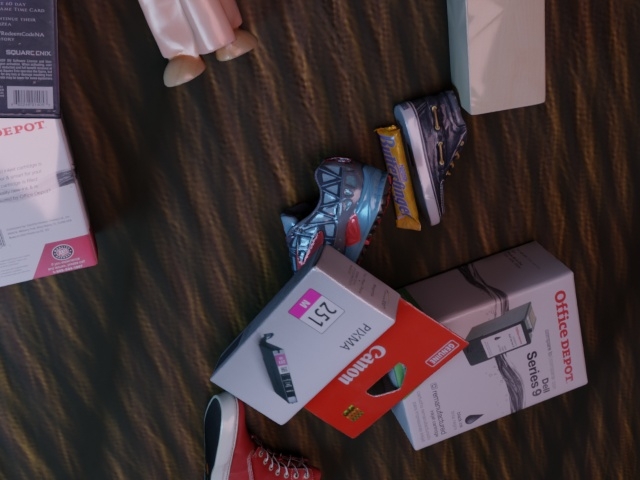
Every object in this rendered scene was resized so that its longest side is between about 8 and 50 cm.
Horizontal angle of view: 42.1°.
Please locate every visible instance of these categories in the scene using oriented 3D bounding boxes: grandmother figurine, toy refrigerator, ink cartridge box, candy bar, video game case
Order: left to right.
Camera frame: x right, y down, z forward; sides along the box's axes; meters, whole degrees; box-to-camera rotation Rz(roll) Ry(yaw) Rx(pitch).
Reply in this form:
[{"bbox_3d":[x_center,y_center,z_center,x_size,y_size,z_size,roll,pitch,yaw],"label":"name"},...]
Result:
[{"bbox_3d":[-0.377,-0.266,0.869,0.196,0.026,0.274,-2,92,-16],"label":"video game case"},{"bbox_3d":[-0.366,-0.067,0.979,0.159,0.092,0.217,-13,118,-11],"label":"ink cartridge box"},{"bbox_3d":[-0.178,-0.354,0.903,0.208,0.104,0.342,-33,122,-14],"label":"grandmother figurine"},{"bbox_3d":[0.020,0.163,1.119,0.239,0.060,0.275,35,126,-10],"label":"ink cartridge box"},{"bbox_3d":[0.107,-0.086,1.145,0.018,0.040,0.161,-42,127,-40],"label":"candy bar"},{"bbox_3d":[0.234,0.153,1.241,0.289,0.121,0.211,-20,117,-7],"label":"ink cartridge box"},{"bbox_3d":[0.217,-0.306,1.047,0.102,0.094,0.269,-11,116,-5],"label":"toy refrigerator"}]

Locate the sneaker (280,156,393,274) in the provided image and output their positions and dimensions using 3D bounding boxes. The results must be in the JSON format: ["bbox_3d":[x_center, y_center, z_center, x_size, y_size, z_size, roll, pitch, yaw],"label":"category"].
[{"bbox_3d":[0.000,0.000,1.134,0.125,0.104,0.261,25,113,3],"label":"sneaker"}]

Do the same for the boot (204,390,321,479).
[{"bbox_3d":[-0.082,0.317,1.246,0.176,0.088,0.244,-4,123,-15],"label":"boot"}]

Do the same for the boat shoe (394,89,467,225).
[{"bbox_3d":[0.162,-0.111,1.132,0.083,0.065,0.183,-19,117,-6],"label":"boat shoe"}]
